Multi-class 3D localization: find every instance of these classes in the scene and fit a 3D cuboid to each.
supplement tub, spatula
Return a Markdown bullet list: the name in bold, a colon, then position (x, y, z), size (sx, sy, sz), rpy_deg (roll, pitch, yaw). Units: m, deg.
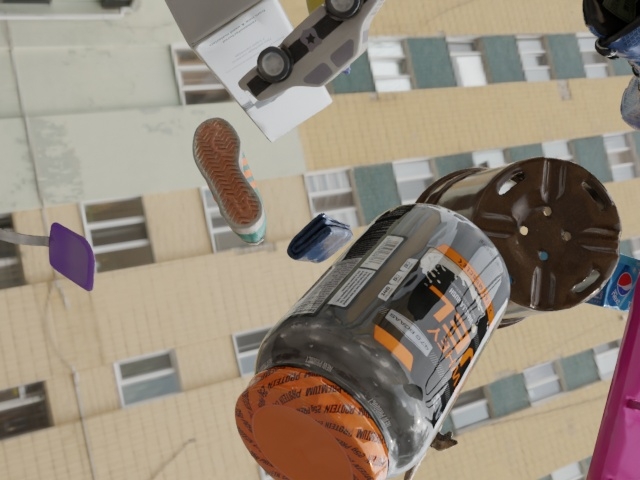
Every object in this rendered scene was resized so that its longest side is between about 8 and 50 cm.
- **supplement tub**: position (0.037, 0.067, 0.449), size (0.117, 0.190, 0.117), rpy_deg (20, -49, 24)
- **spatula**: position (-0.454, -0.010, 1.034), size (0.296, 0.030, 0.084), rpy_deg (19, -63, 9)

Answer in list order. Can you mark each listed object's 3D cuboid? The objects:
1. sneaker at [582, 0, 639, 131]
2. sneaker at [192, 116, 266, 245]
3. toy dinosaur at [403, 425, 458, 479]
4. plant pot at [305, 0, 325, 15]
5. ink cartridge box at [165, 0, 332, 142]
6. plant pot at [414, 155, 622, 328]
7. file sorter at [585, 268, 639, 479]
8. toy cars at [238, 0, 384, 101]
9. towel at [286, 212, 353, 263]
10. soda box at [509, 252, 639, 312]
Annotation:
- **sneaker**: position (0.275, -0.180, 0.539), size (0.330, 0.147, 0.130), rpy_deg (59, 42, -71)
- **sneaker**: position (-0.191, -0.119, 1.489), size (0.121, 0.108, 0.302), rpy_deg (81, -12, -62)
- **toy dinosaur**: position (0.125, 0.212, 1.067), size (0.200, 0.127, 0.296), rpy_deg (-49, 121, -83)
- **plant pot**: position (0.023, -0.470, 1.320), size (0.134, 0.134, 0.095), rpy_deg (22, -29, 57)
- **ink cartridge box**: position (-0.117, -0.315, 1.025), size (0.223, 0.129, 0.307), rpy_deg (61, 5, 20)
- **plant pot**: position (0.173, 0.002, 0.636), size (0.165, 0.167, 0.167), rpy_deg (146, -67, -83)
- **file sorter**: position (0.375, 0.096, 0.537), size (0.182, 0.202, 0.291), rpy_deg (163, -54, -75)
- **toy cars**: position (0.079, -0.268, 0.777), size (0.087, 0.393, 0.176), rpy_deg (49, -21, -8)
- **towel**: position (0.000, 0.000, 0.862), size (0.067, 0.119, 0.029), rpy_deg (-40, -102, 10)
- **soda box**: position (0.295, 0.036, 0.903), size (0.210, 0.071, 0.067), rpy_deg (15, -88, 55)
